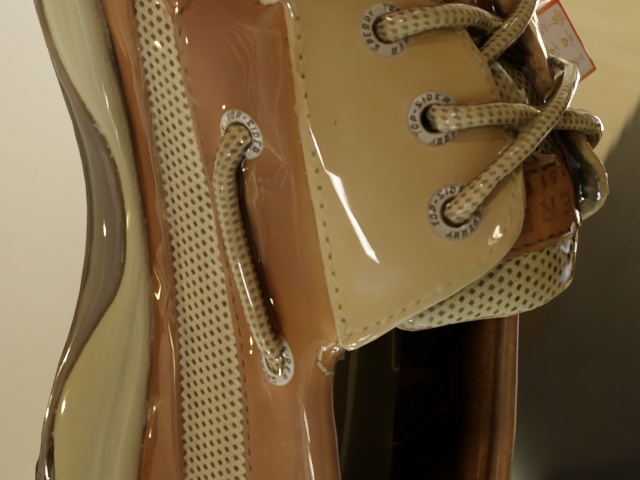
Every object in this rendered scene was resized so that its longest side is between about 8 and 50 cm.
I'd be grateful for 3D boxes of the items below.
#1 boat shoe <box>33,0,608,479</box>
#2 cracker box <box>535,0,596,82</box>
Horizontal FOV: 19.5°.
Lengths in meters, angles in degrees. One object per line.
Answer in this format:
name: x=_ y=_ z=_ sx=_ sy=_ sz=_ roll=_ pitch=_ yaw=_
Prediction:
boat shoe: x=0.012 y=-0.022 z=0.439 sx=0.122 sy=0.120 sz=0.324 roll=-27 pitch=-51 yaw=-46
cracker box: x=0.065 y=-0.079 z=1.337 sx=0.232 sy=0.155 sz=0.067 roll=-36 pitch=-79 yaw=-30
